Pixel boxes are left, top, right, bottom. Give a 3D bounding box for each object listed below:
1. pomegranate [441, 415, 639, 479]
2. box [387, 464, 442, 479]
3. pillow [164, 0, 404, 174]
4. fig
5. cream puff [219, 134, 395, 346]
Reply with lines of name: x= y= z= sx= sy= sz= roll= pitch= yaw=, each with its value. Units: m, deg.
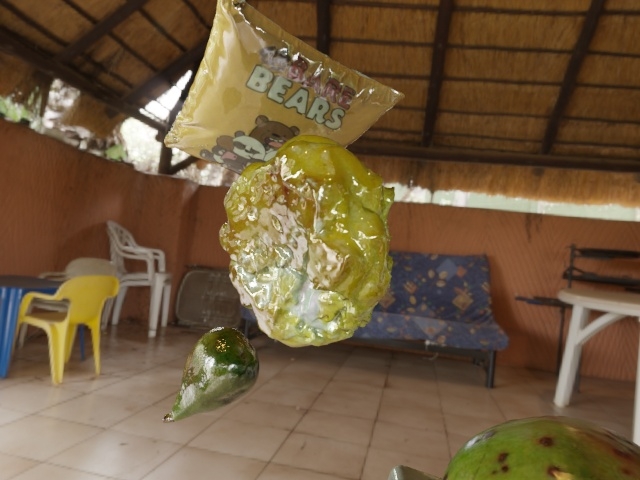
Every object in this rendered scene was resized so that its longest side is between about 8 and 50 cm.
pomegranate: x=0.140 y=0.226 z=0.308 sx=0.202 sy=0.202 sz=0.248 roll=7 pitch=-34 yaw=-40
box: x=0.123 y=0.295 z=0.461 sx=0.172 sy=0.123 sz=0.093 roll=20 pitch=3 yaw=1
pillow: x=-0.075 y=-0.202 z=0.805 sx=0.310 sy=0.119 sz=0.312 roll=24 pitch=-45 yaw=-20
fig: x=-0.168 y=0.217 z=0.741 sx=0.117 sy=0.177 sz=0.117 roll=36 pitch=9 yaw=-7
cream puff: x=0.001 y=0.002 z=0.648 sx=0.282 sy=0.281 sz=0.185 roll=4 pitch=11 yaw=41
